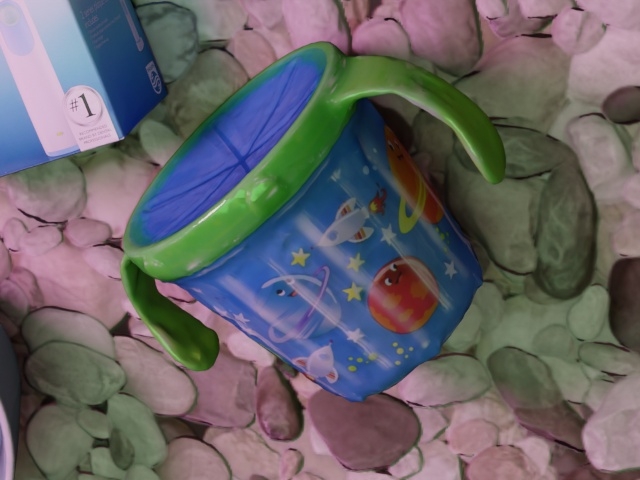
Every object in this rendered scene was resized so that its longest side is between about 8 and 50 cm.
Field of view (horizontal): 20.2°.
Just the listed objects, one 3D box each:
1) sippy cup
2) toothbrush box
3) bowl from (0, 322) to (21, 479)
[{"bbox_3d":[0.000,0.000,1.434,0.224,0.240,0.305,46,157,-19],"label":"sippy cup"},{"bbox_3d":[-0.286,-0.204,1.457,0.216,0.126,0.295,-15,106,18],"label":"toothbrush box"},{"bbox_3d":[-0.390,0.137,1.599,0.311,0.163,0.311,5,113,12],"label":"bowl"}]
